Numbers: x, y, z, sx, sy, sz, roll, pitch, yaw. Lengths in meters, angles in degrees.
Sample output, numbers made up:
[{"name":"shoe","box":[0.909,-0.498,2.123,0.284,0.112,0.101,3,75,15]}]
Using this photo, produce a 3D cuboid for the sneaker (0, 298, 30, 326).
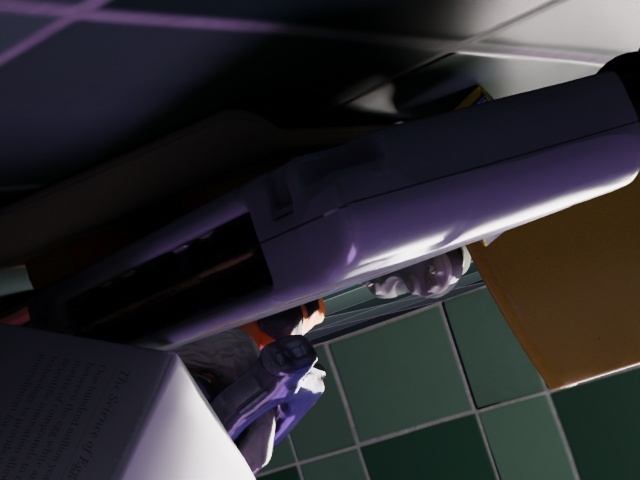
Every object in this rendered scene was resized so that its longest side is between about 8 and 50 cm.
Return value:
[{"name":"sneaker","box":[-0.180,0.116,1.074,0.116,0.136,0.314,-19,173,18]}]

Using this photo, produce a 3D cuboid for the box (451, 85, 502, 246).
[{"name":"box","box":[0.097,-0.039,0.800,0.054,0.059,0.169,-41,171,4]}]

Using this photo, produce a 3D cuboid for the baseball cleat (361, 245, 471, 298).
[{"name":"baseball cleat","box":[0.112,0.015,1.328,0.109,0.072,0.206,-15,-177,-20]}]

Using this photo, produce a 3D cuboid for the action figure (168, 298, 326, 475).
[{"name":"action figure","box":[-0.123,0.123,0.893,0.341,0.178,0.330,-49,168,22]}]

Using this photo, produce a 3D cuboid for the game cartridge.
[{"name":"game cartridge","box":[0.000,0.000,0.643,0.198,0.062,0.297,-12,173,-36]}]

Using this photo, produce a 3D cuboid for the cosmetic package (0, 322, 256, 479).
[{"name":"cosmetic package","box":[-0.181,0.159,0.620,0.225,0.224,0.138,8,146,25]}]

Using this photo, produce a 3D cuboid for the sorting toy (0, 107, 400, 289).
[{"name":"sorting toy","box":[-0.064,-0.017,0.715,0.193,0.038,0.208,-20,173,24]}]

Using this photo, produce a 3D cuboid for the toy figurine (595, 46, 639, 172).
[{"name":"toy figurine","box":[0.237,-0.036,0.600,0.213,0.209,0.148,-23,-177,43]}]

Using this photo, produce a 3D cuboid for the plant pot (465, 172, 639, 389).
[{"name":"plant pot","box":[0.247,0.024,1.214,0.212,0.187,0.212,-19,173,7]}]
